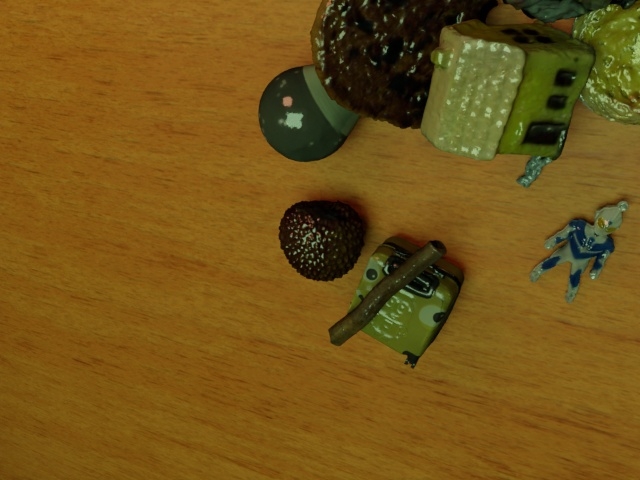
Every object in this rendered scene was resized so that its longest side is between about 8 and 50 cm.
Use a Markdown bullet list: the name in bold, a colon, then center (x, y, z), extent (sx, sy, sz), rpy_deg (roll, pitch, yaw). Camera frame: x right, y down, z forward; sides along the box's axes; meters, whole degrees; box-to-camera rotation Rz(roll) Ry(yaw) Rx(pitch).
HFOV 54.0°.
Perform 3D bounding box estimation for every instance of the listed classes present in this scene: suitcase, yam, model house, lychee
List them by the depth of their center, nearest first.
- **model house**: center (0.268, -0.241, 0.994), extent (0.234, 0.174, 0.193), rpy_deg (-2, 129, -14)
- **yam**: center (0.119, 0.106, 1.210), extent (0.045, 0.045, 0.327), rpy_deg (33, 127, -14)
- **suitcase**: center (0.174, 0.117, 1.301), extent (0.194, 0.143, 0.234), rpy_deg (29, 125, 14)
- **lychee**: center (0.000, 0.000, 1.321), extent (0.188, 0.188, 0.188), rpy_deg (12, 118, 23)

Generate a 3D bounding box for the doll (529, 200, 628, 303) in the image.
- **doll**: center (0.475, 0.011, 1.143), extent (0.114, 0.057, 0.227), rpy_deg (35, 127, 14)

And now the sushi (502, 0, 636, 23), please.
- **sushi**: center (0.354, -0.476, 0.788), extent (0.328, 0.329, 0.285), rpy_deg (-11, 80, 49)

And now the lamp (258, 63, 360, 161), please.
- **lamp**: center (0.035, -0.262, 1.203), extent (0.314, 0.182, 0.181), rpy_deg (-18, 106, 7)

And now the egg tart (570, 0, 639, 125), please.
- **egg tart**: center (0.498, -0.292, 0.959), extent (0.234, 0.094, 0.234), rpy_deg (11, 115, 24)

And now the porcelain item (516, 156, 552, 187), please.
- **porcelain item**: center (0.387, -0.135, 1.136), extent (0.036, 0.028, 0.083), rpy_deg (25, 123, -4)

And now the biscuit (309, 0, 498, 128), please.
- **biscuit**: center (0.150, -0.334, 1.061), extent (0.334, 0.081, 0.289), rpy_deg (20, 118, -22)
